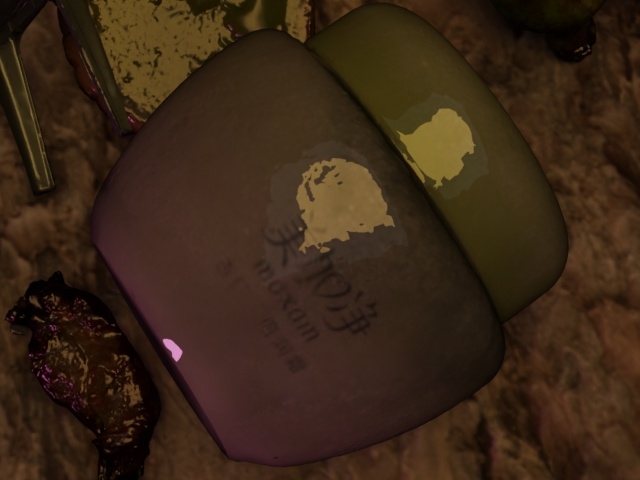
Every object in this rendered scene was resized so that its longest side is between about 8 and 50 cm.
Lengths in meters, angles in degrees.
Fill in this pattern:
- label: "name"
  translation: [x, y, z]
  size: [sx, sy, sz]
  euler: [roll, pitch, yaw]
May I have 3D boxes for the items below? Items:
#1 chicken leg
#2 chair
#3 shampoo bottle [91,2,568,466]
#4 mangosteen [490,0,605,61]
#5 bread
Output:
- label: "chicken leg"
  translation: [-0.185, 0.146, 1.183]
  size: [0.106, 0.051, 0.253]
  euler: [-16, 81, 0]
- label: "chair"
  translation: [-0.304, -0.167, 1.149]
  size: [0.203, 0.190, 0.275]
  euler: [-11, 79, -32]
- label: "shampoo bottle"
  translation: [0.000, 0.000, 1.085]
  size: [0.317, 0.322, 0.322]
  euler: [-34, 83, 0]
- label: "mangosteen"
  translation: [0.201, -0.340, 1.208]
  size: [0.306, 0.359, 0.306]
  euler: [-7, 47, 8]
- label: "bread"
  translation: [-0.116, -0.196, 1.225]
  size: [0.236, 0.070, 0.236]
  euler: [0, 89, -6]
